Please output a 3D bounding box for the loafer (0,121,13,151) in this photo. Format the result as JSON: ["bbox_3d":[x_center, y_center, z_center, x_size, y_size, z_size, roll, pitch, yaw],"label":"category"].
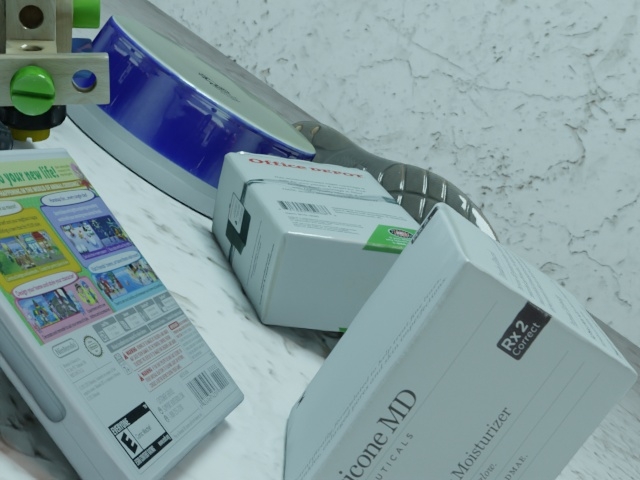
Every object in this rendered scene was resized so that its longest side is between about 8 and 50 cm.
[{"bbox_3d":[-0.262,-0.106,0.793,0.223,0.078,0.076,32,6,42],"label":"loafer"}]

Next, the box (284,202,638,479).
[{"bbox_3d":[0.074,0.093,0.746,0.119,0.181,0.182,34,10,-6],"label":"box"}]

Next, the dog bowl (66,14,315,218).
[{"bbox_3d":[-0.139,-0.125,1.309,0.265,0.104,0.265,34,9,-6],"label":"dog bowl"}]

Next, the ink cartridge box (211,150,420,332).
[{"bbox_3d":[0.000,0.000,1.100,0.153,0.086,0.208,7,20,-20],"label":"ink cartridge box"}]

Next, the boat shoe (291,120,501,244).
[{"bbox_3d":[0.080,-0.015,1.396,0.355,0.132,0.130,38,-12,35],"label":"boat shoe"}]

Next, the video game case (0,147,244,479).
[{"bbox_3d":[-0.127,0.034,0.658,0.193,0.023,0.212,54,11,1],"label":"video game case"}]

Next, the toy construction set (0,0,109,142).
[{"bbox_3d":[-0.274,-0.224,1.011,0.309,0.257,0.237,24,25,-22],"label":"toy construction set"}]
